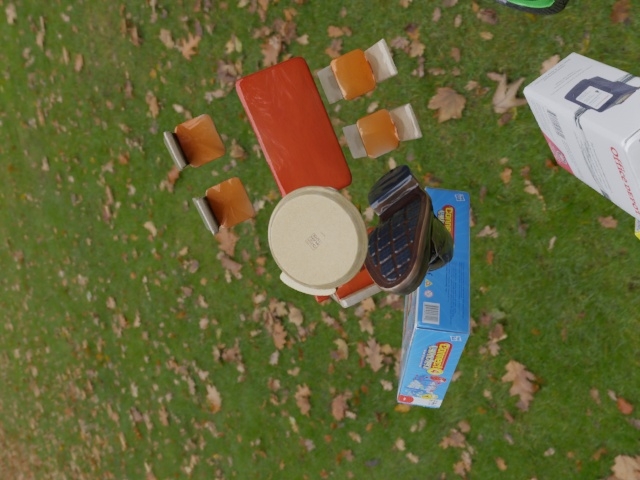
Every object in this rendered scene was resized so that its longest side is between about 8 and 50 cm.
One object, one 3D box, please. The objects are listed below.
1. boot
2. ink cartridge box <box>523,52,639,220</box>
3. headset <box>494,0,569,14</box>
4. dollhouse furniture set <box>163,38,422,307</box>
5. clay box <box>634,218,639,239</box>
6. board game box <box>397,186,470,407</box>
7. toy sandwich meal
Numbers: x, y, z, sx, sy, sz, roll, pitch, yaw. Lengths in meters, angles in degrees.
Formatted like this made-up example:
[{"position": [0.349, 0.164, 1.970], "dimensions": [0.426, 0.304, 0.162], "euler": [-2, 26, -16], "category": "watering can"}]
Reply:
[{"position": [0.105, 0.007, 0.581], "dimensions": [0.082, 0.219, 0.106], "euler": [-35, 111, 24], "category": "boot"}, {"position": [0.423, -0.150, 0.827], "dimensions": [0.172, 0.100, 0.237], "euler": [48, -170, -32], "category": "ink cartridge box"}, {"position": [0.211, -0.414, 0.693], "dimensions": [0.243, 0.394, 0.185], "euler": [36, 104, 23], "category": "headset"}, {"position": [-0.007, -0.068, 0.634], "dimensions": [0.259, 0.262, 0.135], "euler": [66, 171, -11], "category": "dollhouse furniture set"}, {"position": [0.626, -0.079, 0.917], "dimensions": [0.053, 0.127, 0.222], "euler": [41, 140, -17], "category": "clay box"}, {"position": [0.213, 0.114, 1.091], "dimensions": [0.086, 0.308, 0.302], "euler": [7, 143, 6], "category": "board game box"}, {"position": [0.000, 0.000, 0.422], "dimensions": [0.086, 0.029, 0.085], "euler": [5, 105, 19], "category": "toy sandwich meal"}]
